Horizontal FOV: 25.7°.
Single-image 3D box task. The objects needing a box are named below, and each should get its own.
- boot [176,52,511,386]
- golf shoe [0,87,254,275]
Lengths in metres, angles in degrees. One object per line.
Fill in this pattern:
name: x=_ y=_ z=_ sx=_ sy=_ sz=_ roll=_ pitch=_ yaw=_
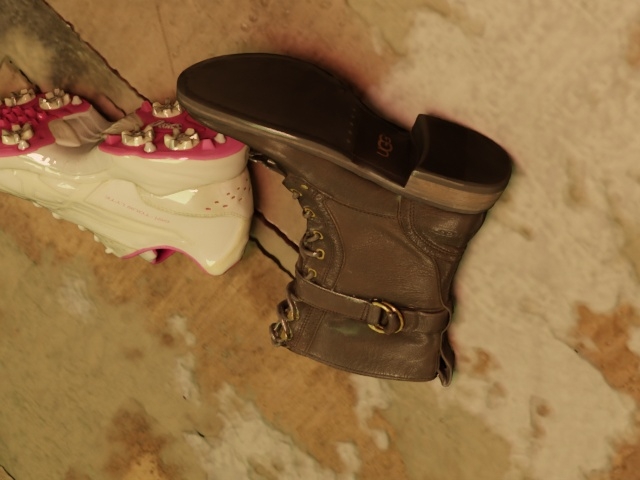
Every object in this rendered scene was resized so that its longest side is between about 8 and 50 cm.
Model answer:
boot: x=0.000 y=0.000 z=1.027 sx=0.263 sy=0.091 sz=0.229 roll=21 pitch=131 yaw=2
golf shoe: x=-0.187 y=-0.043 z=1.138 sx=0.306 sy=0.115 sz=0.140 roll=9 pitch=125 yaw=32
